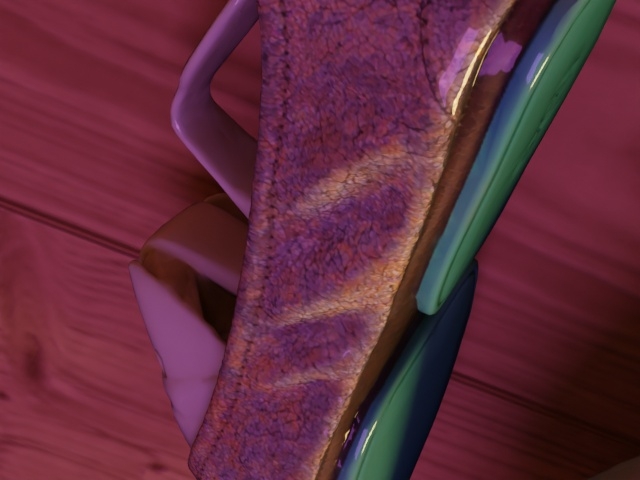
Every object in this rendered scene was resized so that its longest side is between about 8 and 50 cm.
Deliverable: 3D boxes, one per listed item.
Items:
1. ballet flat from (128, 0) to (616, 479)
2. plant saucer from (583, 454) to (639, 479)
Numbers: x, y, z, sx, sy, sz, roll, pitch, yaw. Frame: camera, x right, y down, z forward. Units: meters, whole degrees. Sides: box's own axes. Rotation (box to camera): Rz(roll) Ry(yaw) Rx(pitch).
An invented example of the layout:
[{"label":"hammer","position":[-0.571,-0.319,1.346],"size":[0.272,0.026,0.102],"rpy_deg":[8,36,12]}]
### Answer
[{"label":"ballet flat","position":[0.000,0.000,0.524],"size":[0.106,0.107,0.316],"rpy_deg":[30,136,12]},{"label":"plant saucer","position":[0.244,0.146,0.606],"size":[0.400,0.100,0.400],"rpy_deg":[8,139,7]}]
